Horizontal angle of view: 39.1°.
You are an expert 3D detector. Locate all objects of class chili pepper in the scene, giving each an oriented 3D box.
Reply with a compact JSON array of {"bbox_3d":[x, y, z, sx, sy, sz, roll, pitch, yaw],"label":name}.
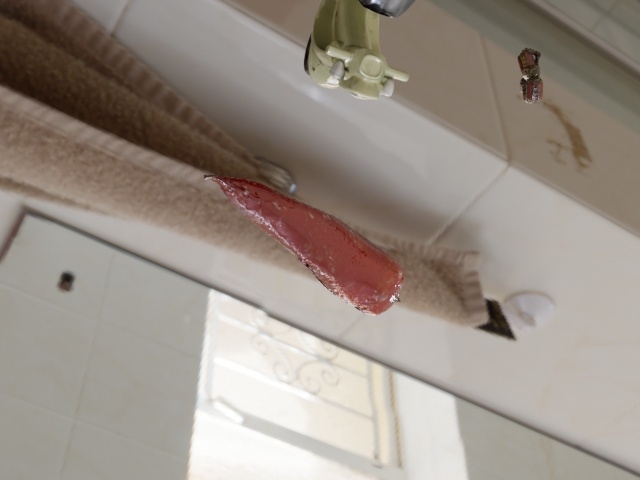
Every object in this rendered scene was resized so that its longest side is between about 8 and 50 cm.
[{"bbox_3d":[0.000,0.000,0.565,0.027,0.178,0.045,1,-119,53],"label":"chili pepper"}]

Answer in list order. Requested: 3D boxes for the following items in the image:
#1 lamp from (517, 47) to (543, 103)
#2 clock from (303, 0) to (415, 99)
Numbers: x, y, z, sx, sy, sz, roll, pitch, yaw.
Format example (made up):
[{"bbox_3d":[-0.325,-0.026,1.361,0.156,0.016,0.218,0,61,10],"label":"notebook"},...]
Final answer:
[{"bbox_3d":[0.277,-0.211,1.181,0.083,0.031,0.063,-78,162,-61],"label":"lamp"},{"bbox_3d":[0.077,-0.345,1.238,0.276,0.120,0.379,-98,-152,-51],"label":"clock"}]
